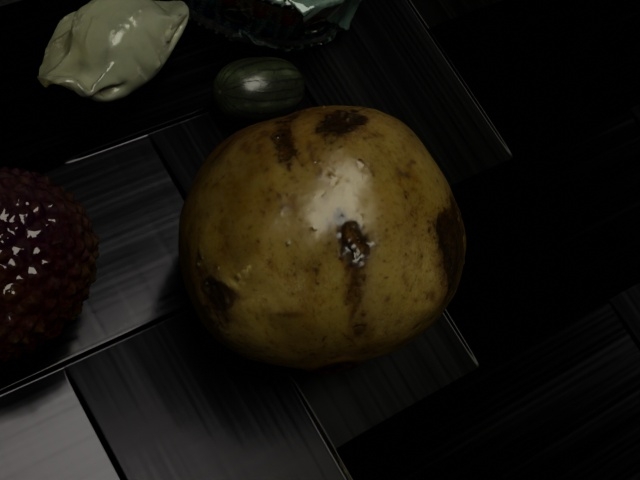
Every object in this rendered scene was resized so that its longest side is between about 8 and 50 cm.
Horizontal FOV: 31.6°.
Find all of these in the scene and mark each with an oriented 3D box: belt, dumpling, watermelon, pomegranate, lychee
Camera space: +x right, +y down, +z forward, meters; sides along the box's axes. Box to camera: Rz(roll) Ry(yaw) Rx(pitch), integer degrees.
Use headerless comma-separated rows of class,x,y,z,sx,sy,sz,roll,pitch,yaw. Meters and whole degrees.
belt,-0.062,-0.335,1.301,0.257,0.150,0.207,13,70,-11
dumpling,-0.233,-0.218,1.229,0.134,0.100,0.169,23,75,35
watermelon,-0.067,-0.167,1.257,0.110,0.078,0.078,-8,68,-24
pomegranate,0.000,0.000,1.092,0.281,0.281,0.281,8,63,-15
lychee,-0.298,0.028,1.018,0.188,0.188,0.188,8,63,-15
